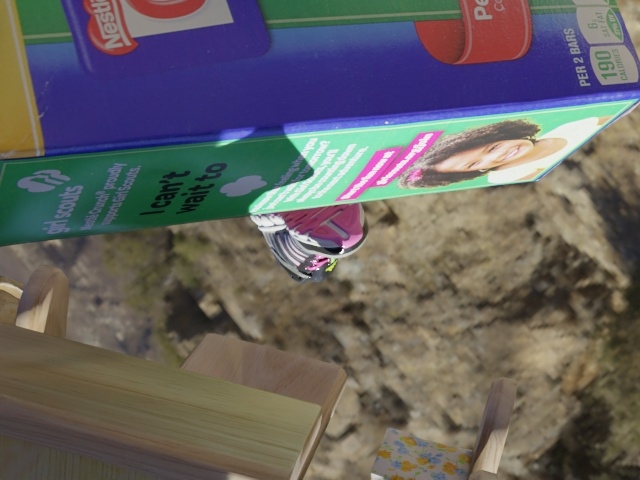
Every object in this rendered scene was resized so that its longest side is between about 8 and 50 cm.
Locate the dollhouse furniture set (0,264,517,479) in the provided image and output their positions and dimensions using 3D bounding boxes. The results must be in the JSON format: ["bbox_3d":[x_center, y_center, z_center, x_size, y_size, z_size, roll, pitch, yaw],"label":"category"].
[{"bbox_3d":[-0.073,0.126,0.704,0.362,0.256,0.394,14,-158,9],"label":"dollhouse furniture set"}]

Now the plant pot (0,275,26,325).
[{"bbox_3d":[-0.364,0.200,1.071,0.334,0.334,0.305,36,121,53],"label":"plant pot"}]

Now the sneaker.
[{"bbox_3d":[0.000,0.000,0.967,0.074,0.063,0.170,62,160,-18],"label":"sneaker"}]

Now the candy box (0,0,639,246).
[{"bbox_3d":[-0.035,-0.151,0.573,0.122,0.317,0.268,130,128,-61],"label":"candy box"}]
